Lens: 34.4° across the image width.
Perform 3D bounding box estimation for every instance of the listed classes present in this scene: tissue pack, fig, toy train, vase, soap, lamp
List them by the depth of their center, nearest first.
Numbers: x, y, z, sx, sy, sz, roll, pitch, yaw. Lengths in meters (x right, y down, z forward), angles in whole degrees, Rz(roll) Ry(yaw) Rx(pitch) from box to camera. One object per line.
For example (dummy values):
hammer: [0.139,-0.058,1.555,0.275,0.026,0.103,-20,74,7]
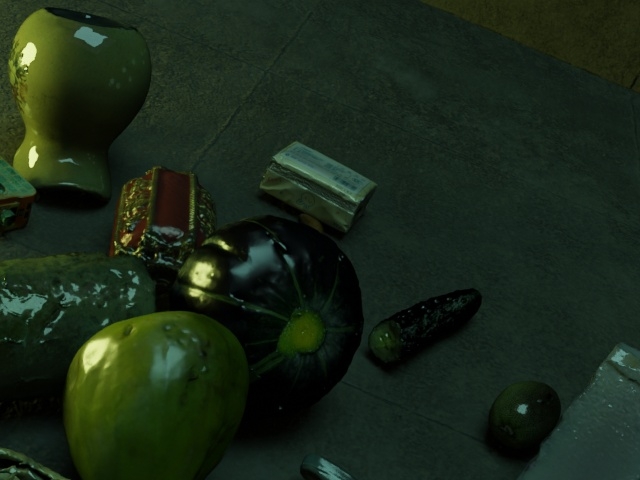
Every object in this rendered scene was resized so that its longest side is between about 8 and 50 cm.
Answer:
fig: [-0.184,0.225,1.221,0.233,0.233,0.314,5,45,-27]
soap: [0.403,0.313,1.486,0.159,0.257,0.302,35,34,17]
lamp: [-0.250,-0.002,1.647,0.177,0.177,0.274,13,30,-15]
toy train: [-0.539,-0.084,1.672,0.188,0.072,0.099,39,29,26]
vase: [-0.444,-0.255,1.838,0.241,0.302,0.329,5,17,-26]
tissue pack: [-0.003,-0.107,2.021,0.196,0.092,0.148,29,24,8]

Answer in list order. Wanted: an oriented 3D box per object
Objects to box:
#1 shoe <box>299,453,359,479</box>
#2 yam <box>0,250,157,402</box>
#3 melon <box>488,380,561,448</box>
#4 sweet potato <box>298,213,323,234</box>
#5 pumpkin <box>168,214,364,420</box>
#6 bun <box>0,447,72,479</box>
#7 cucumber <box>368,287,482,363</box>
shoe: [0.046,0.364,1.378,0.195,0.079,0.078,35,68,6]
yam: [-0.368,0.114,1.367,0.300,0.195,0.195,-6,41,-38]
melon: [0.328,0.275,1.650,0.099,0.099,0.162,37,29,22]
sweet potato: [-0.004,0.000,1.917,0.044,0.044,0.179,2,36,-31]
pumpkin: [-0.092,0.103,1.500,0.296,0.296,0.296,16,32,-10]
bun: [-0.357,0.316,1.102,0.259,0.152,0.259,17,34,-12]
cucumber: [0.189,0.139,1.793,0.303,0.081,0.072,-18,93,-53]
